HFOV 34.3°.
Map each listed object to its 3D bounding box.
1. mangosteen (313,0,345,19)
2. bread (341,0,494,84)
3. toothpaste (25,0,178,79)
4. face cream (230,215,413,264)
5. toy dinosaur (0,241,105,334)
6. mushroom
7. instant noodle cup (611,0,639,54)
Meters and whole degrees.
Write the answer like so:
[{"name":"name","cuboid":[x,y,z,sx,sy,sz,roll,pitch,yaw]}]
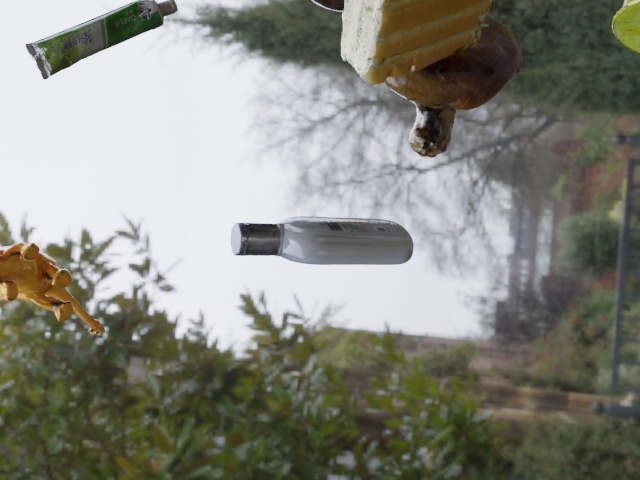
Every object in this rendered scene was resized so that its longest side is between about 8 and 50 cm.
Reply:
[{"name":"mangosteen","cuboid":[0.083,-0.581,2.114,0.297,0.297,0.293,47,-145,-68]},{"name":"bread","cuboid":[0.156,-0.369,1.531,0.246,0.111,0.239,-24,-34,-25]},{"name":"toothpaste","cuboid":[-0.344,-0.333,1.662,0.078,0.248,0.047,59,165,20]},{"name":"face cream","cuboid":[0.000,0.000,1.680,0.144,0.291,0.070,-149,63,-62]},{"name":"toy dinosaur","cuboid":[-0.327,0.036,1.134,0.070,0.117,0.288,-58,-23,-9]},{"name":"mushroom","cuboid":[0.191,-0.313,1.813,0.267,0.254,0.267,28,-140,-27]},{"name":"instant noodle cup","cuboid":[0.484,-0.330,1.205,0.264,0.265,0.200,37,-119,-70]}]
